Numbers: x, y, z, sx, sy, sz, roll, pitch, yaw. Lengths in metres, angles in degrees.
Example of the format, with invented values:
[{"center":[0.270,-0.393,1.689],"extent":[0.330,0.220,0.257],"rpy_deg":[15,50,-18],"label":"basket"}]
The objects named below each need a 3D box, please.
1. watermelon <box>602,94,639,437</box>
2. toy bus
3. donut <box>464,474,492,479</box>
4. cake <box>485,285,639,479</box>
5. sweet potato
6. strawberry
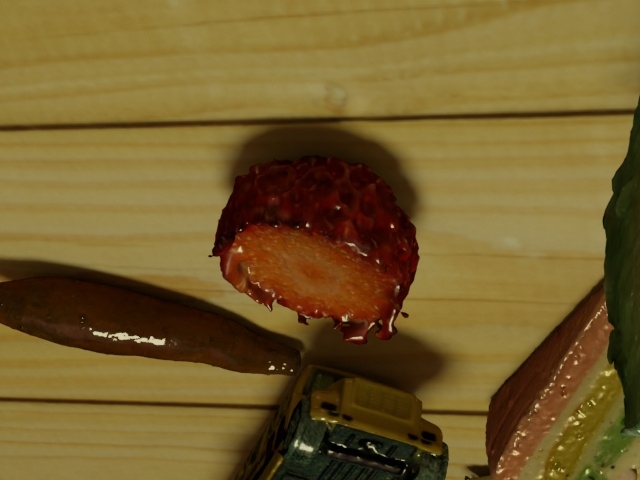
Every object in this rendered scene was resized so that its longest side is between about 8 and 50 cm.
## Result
[{"center":[0.262,-0.045,0.735],"extent":[0.151,0.264,0.302],"rpy_deg":[15,141,-6],"label":"watermelon"},{"center":[-0.001,0.198,1.253],"extent":[0.121,0.123,0.335],"rpy_deg":[18,144,-8],"label":"toy bus"},{"center":[0.233,0.306,1.313],"extent":[0.101,0.152,0.259],"rpy_deg":[-28,131,33],"label":"donut"},{"center":[0.207,0.123,1.126],"extent":[0.109,0.090,0.225],"rpy_deg":[22,143,-8],"label":"cake"},{"center":[-0.142,0.065,1.172],"extent":[0.265,0.057,0.057],"rpy_deg":[13,144,-5],"label":"sweet potato"},{"center":[0.000,0.000,1.014],"extent":[0.145,0.086,0.145],"rpy_deg":[8,143,6],"label":"strawberry"}]
